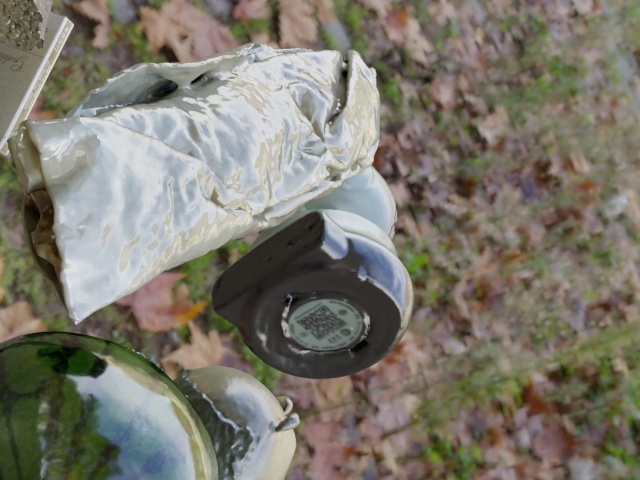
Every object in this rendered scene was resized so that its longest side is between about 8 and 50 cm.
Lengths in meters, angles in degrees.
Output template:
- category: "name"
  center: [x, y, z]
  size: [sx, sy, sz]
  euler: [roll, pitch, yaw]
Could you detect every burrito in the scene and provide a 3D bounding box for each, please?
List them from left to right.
- category: "burrito"
  center: [-0.054, -0.058, 0.742]
  size: [0.392, 0.076, 0.117]
  euler: [-30, 110, -61]

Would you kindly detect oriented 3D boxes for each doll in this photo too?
- category: "doll"
  center: [-0.168, 0.348, 1.709]
  size: [0.247, 0.247, 0.350]
  euler: [36, 89, -38]

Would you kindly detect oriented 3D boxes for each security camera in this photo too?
- category: "security camera"
  center: [0.000, 0.000, 1.401]
  size: [0.191, 0.197, 0.277]
  euler: [38, 31, -32]

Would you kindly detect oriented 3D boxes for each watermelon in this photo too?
- category: "watermelon"
  center: [-0.079, 0.083, 0.368]
  size: [0.105, 0.105, 0.062]
  euler: [59, -9, -12]

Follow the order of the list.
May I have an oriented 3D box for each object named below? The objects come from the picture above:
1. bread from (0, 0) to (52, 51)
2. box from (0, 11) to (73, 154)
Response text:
- category: "bread"
  center: [-0.305, -0.322, 1.211]
  size: [0.101, 0.337, 0.183]
  euler: [12, 74, -9]
- category: "box"
  center: [-0.416, -0.220, 1.634]
  size: [0.198, 0.109, 0.029]
  euler: [-65, 157, -7]
